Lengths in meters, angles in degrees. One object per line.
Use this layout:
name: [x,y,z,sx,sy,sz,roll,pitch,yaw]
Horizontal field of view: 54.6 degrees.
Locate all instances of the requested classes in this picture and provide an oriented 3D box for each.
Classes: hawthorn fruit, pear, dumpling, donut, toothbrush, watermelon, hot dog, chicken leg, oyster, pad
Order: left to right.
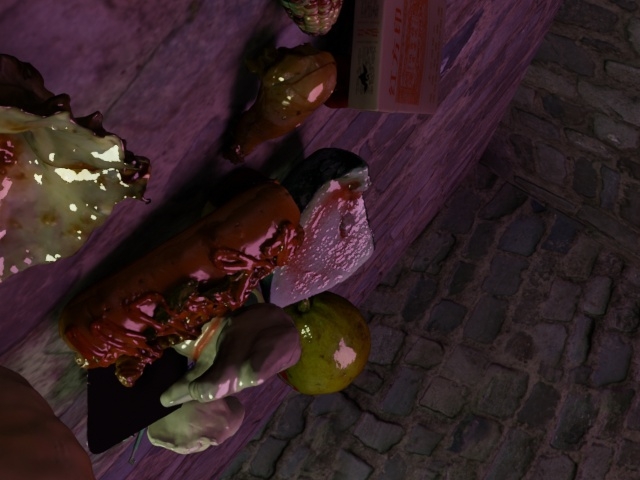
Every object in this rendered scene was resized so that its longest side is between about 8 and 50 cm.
oyster: [-0.252,-0.035,0.365,0.198,0.133,0.337,-52,165,7]
toothbrush: [-0.404,0.455,1.374,0.011,0.014,0.167,-25,151,-46]
pad: [-0.278,0.209,0.975,0.267,0.004,0.181,-6,98,-71]
hot dog: [-0.162,0.059,0.813,0.349,0.117,0.158,-33,158,-17]
dumpling: [-0.263,0.377,1.320,0.250,0.162,0.132,-22,125,-67]
donut: [-0.123,-0.047,0.936,0.140,0.059,0.140,-48,165,-17]
chicken leg: [-0.065,-0.172,0.776,0.207,0.101,0.085,-37,177,41]
pear: [-0.009,0.257,1.682,0.287,0.287,0.375,-46,145,-26]
watermelon: [0.000,0.000,1.063,0.320,0.214,0.289,-27,-144,62]
hawthorn fruit: [0.033,-0.243,0.927,0.093,0.081,0.081,-48,167,-44]

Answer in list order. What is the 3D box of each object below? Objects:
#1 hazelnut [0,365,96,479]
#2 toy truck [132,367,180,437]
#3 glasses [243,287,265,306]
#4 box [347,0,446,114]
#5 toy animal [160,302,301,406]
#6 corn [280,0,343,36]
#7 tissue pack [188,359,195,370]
hazelnut: [-0.335,0.254,0.593,0.261,0.261,0.241,-46,166,-27]
toy truck: [-0.311,0.266,1.107,0.175,0.067,0.081,-54,173,-9]
glasses: [-0.187,0.185,1.323,0.189,0.088,0.220,-66,-172,-8]
box: [0.132,-0.304,0.979,0.365,0.051,0.204,-24,120,-65]
toy animal: [-0.151,0.141,0.934,0.266,0.188,0.308,-14,172,15]
corn: [-0.017,-0.287,0.618,0.086,0.086,0.253,-52,167,-2]
tissue pack: [-0.286,0.266,1.259,0.193,0.026,0.122,-39,160,-52]
